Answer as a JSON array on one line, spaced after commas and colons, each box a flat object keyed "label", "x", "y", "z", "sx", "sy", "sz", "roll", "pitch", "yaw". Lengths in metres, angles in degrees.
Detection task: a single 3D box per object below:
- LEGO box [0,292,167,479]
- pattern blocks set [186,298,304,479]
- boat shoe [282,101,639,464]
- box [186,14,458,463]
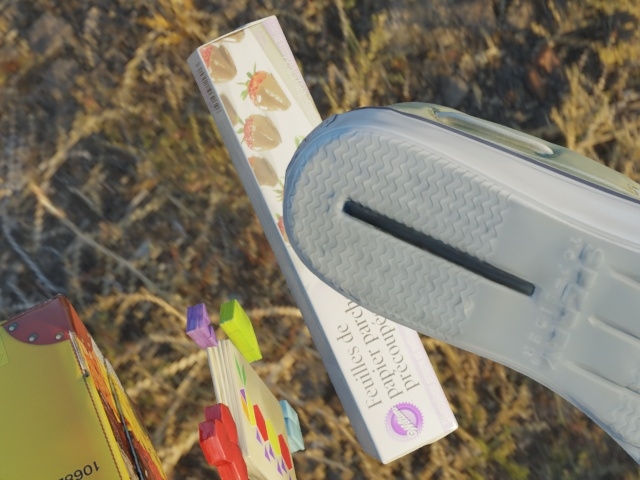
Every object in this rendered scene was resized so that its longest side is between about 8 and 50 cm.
[{"label": "LEGO box", "x": -0.354, "y": 0.324, "z": 1.214, "sx": 0.500, "sy": 0.193, "sz": 0.372, "roll": -26, "pitch": 47, "yaw": -4}, {"label": "pattern blocks set", "x": -0.068, "y": 0.189, "z": 1.482, "sx": 0.026, "sy": 0.325, "sz": 0.285, "roll": -19, "pitch": 48, "yaw": 9}, {"label": "boat shoe", "x": 0.132, "y": 0.022, "z": 0.572, "sx": 0.302, "sy": 0.094, "sz": 0.109, "roll": 30, "pitch": 122, "yaw": 8}, {"label": "box", "x": 0.000, "y": 0.000, "z": 1.052, "sx": 0.063, "sy": 0.067, "sz": 0.324, "roll": -25, "pitch": 94, "yaw": -10}]
